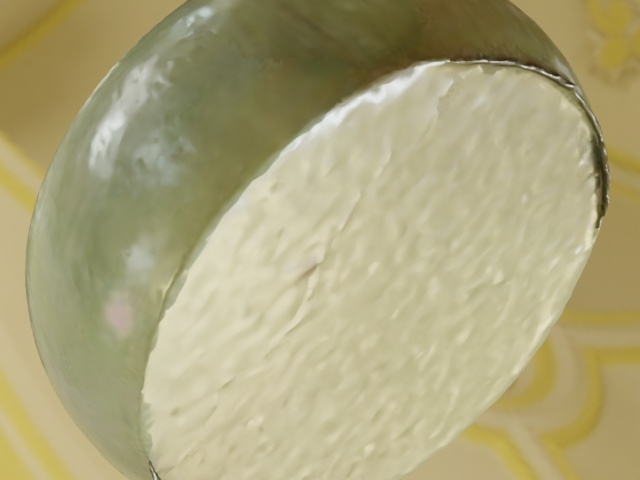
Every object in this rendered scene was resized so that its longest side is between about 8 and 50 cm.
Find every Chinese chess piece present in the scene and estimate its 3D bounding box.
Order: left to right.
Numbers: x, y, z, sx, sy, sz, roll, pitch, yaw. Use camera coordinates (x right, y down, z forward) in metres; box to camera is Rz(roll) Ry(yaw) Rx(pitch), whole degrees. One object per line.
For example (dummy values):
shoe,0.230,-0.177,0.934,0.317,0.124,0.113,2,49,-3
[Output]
Chinese chess piece,0.000,0.000,0.605,0.188,0.188,0.083,-2,-145,-43
